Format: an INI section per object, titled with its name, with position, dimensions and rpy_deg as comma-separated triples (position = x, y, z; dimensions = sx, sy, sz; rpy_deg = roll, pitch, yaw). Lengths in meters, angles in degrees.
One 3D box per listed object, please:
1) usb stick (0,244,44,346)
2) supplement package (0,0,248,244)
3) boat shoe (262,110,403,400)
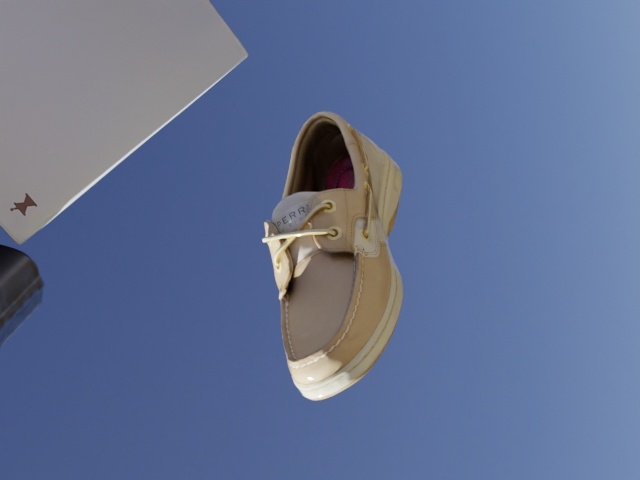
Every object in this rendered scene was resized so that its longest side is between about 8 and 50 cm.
[usb stick]
position = -0.169, 0.052, 0.427
dimensions = 0.278, 0.077, 0.045
rpy_deg = -84, -7, -76
[supplement package]
position = -0.173, -0.122, 0.633
dimensions = 0.194, 0.149, 0.203
rpy_deg = 52, 169, -14
[boat shoe]
position = 0.000, 0.000, 0.550
dimensions = 0.059, 0.063, 0.170
rpy_deg = 48, -153, -27
